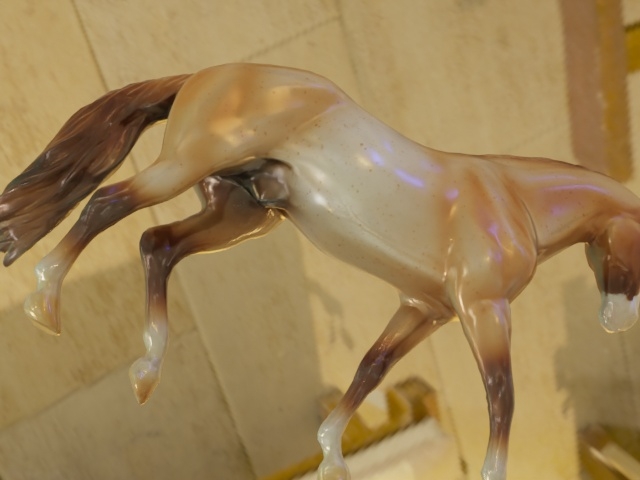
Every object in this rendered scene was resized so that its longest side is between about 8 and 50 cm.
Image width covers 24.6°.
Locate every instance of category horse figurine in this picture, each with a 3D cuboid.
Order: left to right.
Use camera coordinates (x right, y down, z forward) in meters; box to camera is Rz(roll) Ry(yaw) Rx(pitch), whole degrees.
[{"bbox_3d":[0.000,0.000,0.568,0.066,0.263,0.174,101,14,-62],"label":"horse figurine"}]
